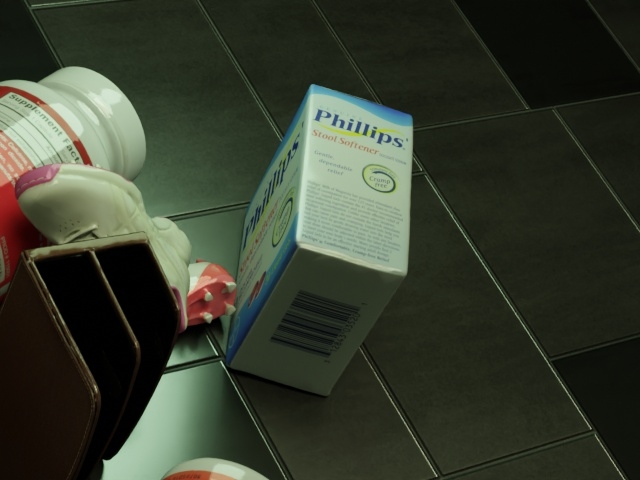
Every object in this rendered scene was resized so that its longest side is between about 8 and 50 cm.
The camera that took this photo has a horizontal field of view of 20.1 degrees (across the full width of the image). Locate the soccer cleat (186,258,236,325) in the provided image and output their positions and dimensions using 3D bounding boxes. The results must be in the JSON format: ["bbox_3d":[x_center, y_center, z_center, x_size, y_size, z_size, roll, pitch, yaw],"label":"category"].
[{"bbox_3d":[-0.219,0.082,2.272,0.248,0.083,0.095,-17,34,-33],"label":"soccer cleat"}]

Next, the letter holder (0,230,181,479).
[{"bbox_3d":[-0.261,0.173,1.996,0.152,0.302,0.214,-10,56,-33],"label":"letter holder"}]

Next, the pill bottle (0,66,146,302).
[{"bbox_3d":[-0.402,-0.053,2.181,0.229,0.229,0.407,40,45,10],"label":"pill bottle"}]

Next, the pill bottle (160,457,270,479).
[{"bbox_3d":[-0.150,0.400,1.936,0.181,0.181,0.323,29,44,0],"label":"pill bottle"}]

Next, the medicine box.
[{"bbox_3d":[0.000,0.000,2.310,0.149,0.263,0.289,17,45,-13],"label":"medicine box"}]

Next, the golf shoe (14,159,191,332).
[{"bbox_3d":[-0.239,0.013,2.093,0.306,0.115,0.140,37,34,-51],"label":"golf shoe"}]
